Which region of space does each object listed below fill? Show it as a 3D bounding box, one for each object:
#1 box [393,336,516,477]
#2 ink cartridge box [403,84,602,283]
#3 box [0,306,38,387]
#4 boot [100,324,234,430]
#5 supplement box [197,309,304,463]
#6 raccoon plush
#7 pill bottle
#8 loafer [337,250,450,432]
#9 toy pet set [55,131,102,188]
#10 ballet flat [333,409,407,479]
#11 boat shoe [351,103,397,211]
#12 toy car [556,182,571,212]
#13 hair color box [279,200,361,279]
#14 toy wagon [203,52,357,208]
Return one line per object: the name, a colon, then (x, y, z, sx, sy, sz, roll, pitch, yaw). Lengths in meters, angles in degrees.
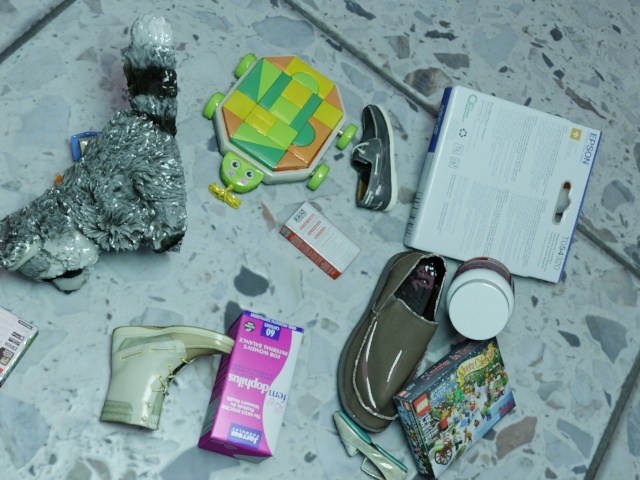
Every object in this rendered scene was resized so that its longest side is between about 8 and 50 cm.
box: (0.244, 0.286, 1.429, 0.233, 0.044, 0.159, -31, 111, -32)
ink cartridge box: (0.361, -0.106, 1.598, 0.330, 0.071, 0.324, 14, 93, -15)
box: (-0.568, 0.137, 1.270, 0.207, 0.036, 0.114, 31, 62, -4)
boot: (-0.246, 0.221, 1.290, 0.213, 0.077, 0.165, -1, 66, 15)
supplement box: (-0.115, 0.244, 1.338, 0.111, 0.114, 0.220, 19, 65, -12)
raccoon plush: (-0.391, -0.135, 1.315, 0.299, 0.216, 0.447, -5, 92, -21)
pill bottle: (0.292, 0.104, 1.465, 0.121, 0.221, 0.121, 2, 99, 14)
loafer: (0.136, 0.160, 1.442, 0.133, 0.130, 0.366, 26, 62, -14)
toy pet set: (-0.415, -0.132, 1.437, 0.122, 0.065, 0.114, -11, 110, -20)
ballet flat: (0.077, 0.364, 1.388, 0.168, 0.057, 0.052, 41, 89, 4)
boat shoe: (0.101, -0.171, 1.606, 0.079, 0.084, 0.233, 4, 70, -18)
toy car: (0.480, -0.155, 1.699, 0.182, 0.136, 0.159, 10, 65, -15)
hair color box: (0.000, 0.000, 1.520, 0.141, 0.043, 0.072, 42, 61, 0)
toy wagon: (-0.093, -0.209, 1.564, 0.267, 0.068, 0.344, 34, 61, -2)
